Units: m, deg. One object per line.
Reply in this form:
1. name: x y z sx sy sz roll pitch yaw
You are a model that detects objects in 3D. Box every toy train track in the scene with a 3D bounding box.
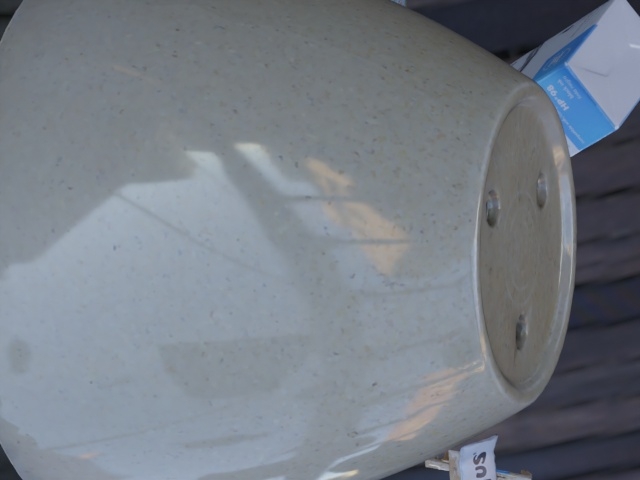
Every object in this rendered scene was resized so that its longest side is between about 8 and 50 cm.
1. toy train track: 0.123 0.175 1.426 0.083 0.014 0.048 9 140 14

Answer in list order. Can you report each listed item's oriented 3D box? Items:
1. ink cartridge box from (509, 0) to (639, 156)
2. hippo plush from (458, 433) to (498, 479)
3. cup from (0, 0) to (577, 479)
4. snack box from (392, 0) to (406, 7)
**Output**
1. ink cartridge box: 0.147 -0.088 1.297 0.060 0.104 0.180 49 136 -9
2. hippo plush: 0.190 0.255 1.084 0.237 0.234 0.294 11 124 15
3. cup: 0.000 0.000 0.983 0.237 0.331 0.331 2 143 25
4. snack box: -0.028 -0.115 1.401 0.175 0.070 0.207 7 113 11
